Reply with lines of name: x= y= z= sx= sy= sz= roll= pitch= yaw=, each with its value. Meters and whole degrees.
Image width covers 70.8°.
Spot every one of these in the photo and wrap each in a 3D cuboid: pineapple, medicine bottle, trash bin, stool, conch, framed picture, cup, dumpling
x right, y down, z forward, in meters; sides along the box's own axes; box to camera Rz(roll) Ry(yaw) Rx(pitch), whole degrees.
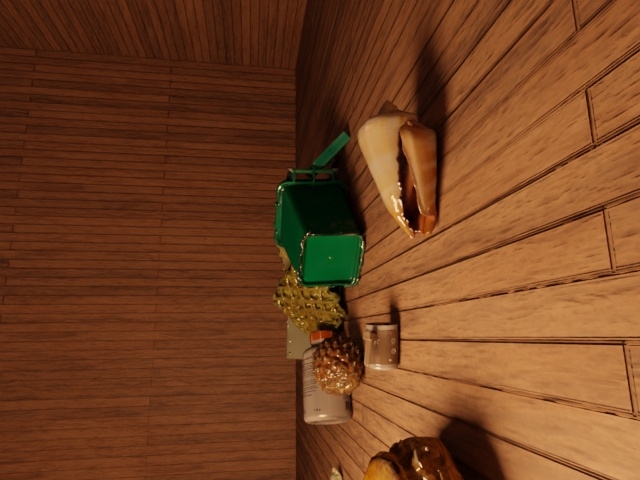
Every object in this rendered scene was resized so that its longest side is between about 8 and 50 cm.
pineapple: x=0.050 y=0.351 z=1.331 sx=0.193 sy=0.166 sz=0.166 roll=-104 pitch=18 yaw=-58
medicine bottle: x=0.018 y=0.453 z=1.505 sx=0.157 sy=0.156 sz=0.289 roll=107 pitch=163 yaw=-61
trash bin: x=-0.001 y=-0.044 z=1.460 sx=0.381 sy=0.258 sz=0.296 roll=-116 pitch=28 yaw=-57
stool: x=-0.064 y=0.346 z=1.949 sx=0.243 sy=0.170 sz=0.270 roll=-118 pitch=29 yaw=-81
conch: x=0.165 y=-0.139 z=0.842 sx=0.158 sy=0.127 sz=0.255 roll=-4 pitch=109 yaw=53
framed picture: x=0.052 y=0.255 z=1.772 sx=0.273 sy=0.015 sz=0.217 roll=162 pitch=109 yaw=-81
cup: x=0.136 y=0.235 z=0.997 sx=0.102 sy=0.074 sz=0.099 roll=19 pitch=-111 yaw=-78
dumpling: x=0.059 y=0.838 z=1.572 sx=0.059 sy=0.043 sz=0.077 roll=-54 pitch=17 yaw=47

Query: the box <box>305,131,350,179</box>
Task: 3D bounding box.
box: x=0.022 y=-0.306 z=1.655 sx=0.161 sy=0.042 sz=0.226 roll=-48 pitch=6 yaw=-7

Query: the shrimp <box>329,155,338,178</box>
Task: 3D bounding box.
shrimp: x=0.052 y=-0.282 z=1.811 sx=0.091 sy=0.025 sz=0.127 roll=-100 pitch=16 yaw=-45

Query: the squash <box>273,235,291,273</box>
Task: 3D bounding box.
squash: x=-0.070 y=0.067 z=1.887 sx=0.204 sy=0.154 sz=0.237 roll=-27 pitch=-78 yaw=-79

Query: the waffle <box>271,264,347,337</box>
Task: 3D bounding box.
waffle: x=-0.048 y=0.239 z=1.643 sx=0.297 sy=0.073 sz=0.317 roll=43 pitch=137 yaw=12

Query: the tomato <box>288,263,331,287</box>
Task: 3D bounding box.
tomato: x=-0.043 y=0.149 z=1.757 sx=0.136 sy=0.195 sz=0.195 roll=-53 pitch=-3 yaw=-18

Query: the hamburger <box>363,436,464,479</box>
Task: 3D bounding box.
hamburger: x=0.141 y=0.446 z=0.653 sx=0.290 sy=0.170 sz=0.315 roll=-105 pitch=19 yaw=-52
